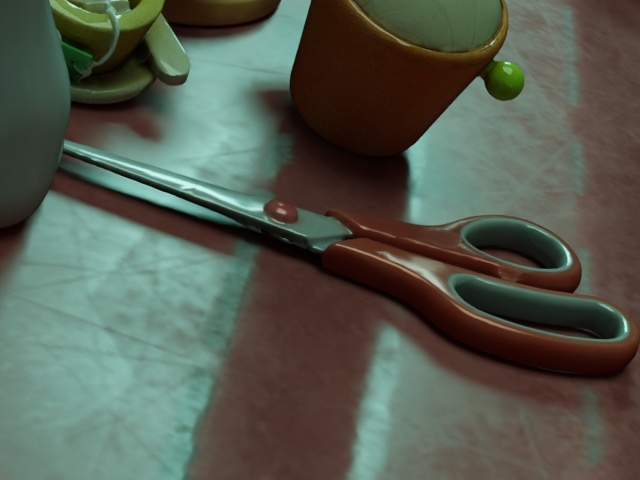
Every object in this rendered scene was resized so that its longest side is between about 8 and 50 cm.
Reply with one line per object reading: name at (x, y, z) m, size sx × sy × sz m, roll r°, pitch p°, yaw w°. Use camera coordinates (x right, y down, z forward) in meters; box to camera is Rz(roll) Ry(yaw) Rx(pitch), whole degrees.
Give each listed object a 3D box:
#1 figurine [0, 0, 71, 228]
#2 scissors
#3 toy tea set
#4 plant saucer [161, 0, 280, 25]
figurine at (-0.145, -0.090, 0.543) m, size 0.092 × 0.209 × 0.215 m, roll 30°, pitch 29°, yaw 13°
scissors at (0.000, 0.000, 0.685) m, size 0.297 × 0.021 × 0.109 m, roll 13°, pitch 32°, yaw -19°
toy tea set at (-0.053, -0.160, 0.770) m, size 0.336 × 0.124 × 0.200 m, roll 9°, pitch 49°, yaw -21°
plant saucer at (-0.111, -0.187, 0.910) m, size 0.200 × 0.037 × 0.200 m, roll 16°, pitch 30°, yaw -10°
